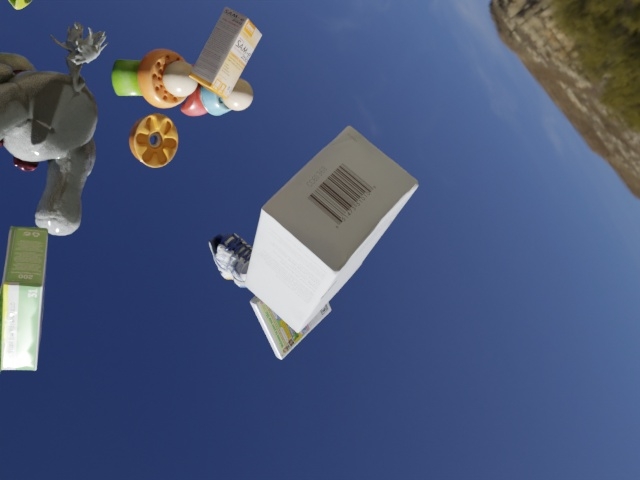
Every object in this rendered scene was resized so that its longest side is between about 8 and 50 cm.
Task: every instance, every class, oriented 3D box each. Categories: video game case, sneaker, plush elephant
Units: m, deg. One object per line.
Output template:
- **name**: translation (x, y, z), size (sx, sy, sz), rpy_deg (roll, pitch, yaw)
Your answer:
- **video game case**: translation (-0.068, 0.160, 1.599), size (0.193, 0.023, 0.212), rpy_deg (-43, -45, -26)
- **sneaker**: translation (-0.235, 0.047, 1.838), size (0.112, 0.296, 0.131), rpy_deg (-39, -67, -28)
- **plush elephant**: translation (-0.509, -0.216, 1.070), size (0.272, 0.255, 0.330), rpy_deg (35, -107, -52)

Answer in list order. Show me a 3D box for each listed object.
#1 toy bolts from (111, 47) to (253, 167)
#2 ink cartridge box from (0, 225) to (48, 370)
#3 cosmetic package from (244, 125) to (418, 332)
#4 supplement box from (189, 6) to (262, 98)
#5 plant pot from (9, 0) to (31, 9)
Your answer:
- **toy bolts**: translation (-0.237, -0.245, 1.205), size (0.228, 0.158, 0.218), rpy_deg (-22, -62, -48)
- **ink cartridge box**: translation (-0.401, 0.117, 0.861), size (0.056, 0.171, 0.235), rpy_deg (4, -142, -22)
- **cosmetic package**: translation (0.000, 0.000, 1.135), size (0.156, 0.385, 0.217), rpy_deg (41, -111, 8)
- **supplement box**: translation (-0.120, -0.237, 0.829), size (0.036, 0.098, 0.062), rpy_deg (30, -175, 11)
- **plant pot**: translation (-0.620, -0.551, 1.151), size (0.207, 0.228, 0.227), rpy_deg (-1, -143, -42)
